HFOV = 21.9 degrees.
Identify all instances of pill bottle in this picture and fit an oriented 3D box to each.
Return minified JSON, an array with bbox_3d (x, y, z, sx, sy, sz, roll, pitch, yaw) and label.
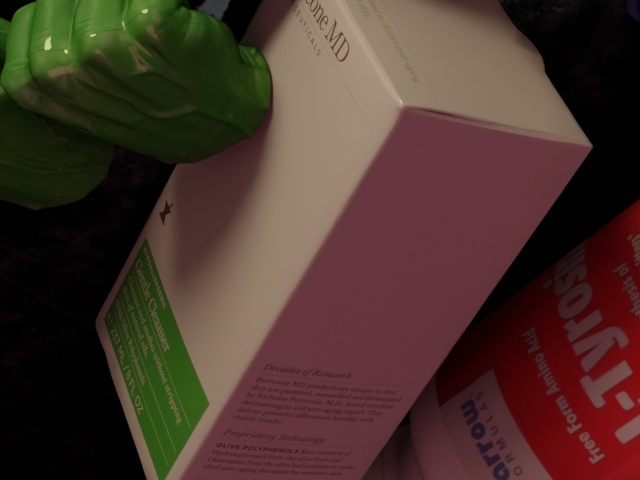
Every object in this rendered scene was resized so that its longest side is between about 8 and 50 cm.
[{"bbox_3d":[0.216,0.124,1.203,0.229,0.229,0.408,38,117,-24],"label":"pill bottle"}]

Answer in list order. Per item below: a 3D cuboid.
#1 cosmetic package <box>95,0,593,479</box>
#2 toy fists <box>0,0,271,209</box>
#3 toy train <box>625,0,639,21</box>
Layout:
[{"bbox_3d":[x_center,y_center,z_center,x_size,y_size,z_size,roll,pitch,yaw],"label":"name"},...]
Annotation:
[{"bbox_3d":[0.000,0.000,1.119,0.155,0.197,0.365,7,128,-31],"label":"cosmetic package"},{"bbox_3d":[-0.170,-0.099,1.075,0.279,0.096,0.142,-13,158,40],"label":"toy fists"},{"bbox_3d":[0.230,-0.150,1.058,0.248,0.143,0.105,-8,125,6],"label":"toy train"}]
